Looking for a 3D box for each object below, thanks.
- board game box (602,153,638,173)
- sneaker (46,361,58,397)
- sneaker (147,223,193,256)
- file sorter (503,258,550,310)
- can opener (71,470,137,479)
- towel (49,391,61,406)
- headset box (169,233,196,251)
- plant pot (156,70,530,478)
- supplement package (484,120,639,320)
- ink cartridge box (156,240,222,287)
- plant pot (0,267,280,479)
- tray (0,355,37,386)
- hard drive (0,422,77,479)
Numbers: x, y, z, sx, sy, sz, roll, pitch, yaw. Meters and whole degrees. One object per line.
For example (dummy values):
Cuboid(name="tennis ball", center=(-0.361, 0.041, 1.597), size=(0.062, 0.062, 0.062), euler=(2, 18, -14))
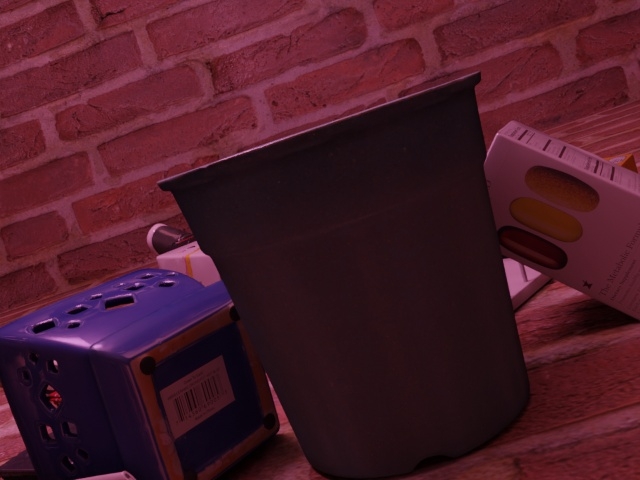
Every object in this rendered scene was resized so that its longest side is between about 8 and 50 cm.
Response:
Cuboid(name="board game box", center=(0.426, -0.066, 1.476), size=(0.242, 0.064, 0.316), euler=(-7, 19, 42))
Cuboid(name="sneaker", center=(-0.479, 0.233, 1.596), size=(0.153, 0.094, 0.235), euler=(-15, 9, 21))
Cuboid(name="sneaker", center=(-0.310, 0.062, 2.047), size=(0.147, 0.296, 0.104), euler=(18, 73, 39))
Cuboid(name="file sorter", center=(0.218, 0.011, 1.193), size=(0.193, 0.173, 0.277), euler=(-11, 11, 44))
Cuboid(name="can opener", center=(-0.295, 0.298, 0.806), size=(0.283, 0.076, 0.095), euler=(-17, 8, 24))
Cuboid(name="towel", center=(-0.339, 0.247, 1.400), size=(0.199, 0.031, 0.275), euler=(-27, 11, -41))
Cuboid(name="headset box", center=(-0.242, 0.074, 1.780), size=(0.218, 0.110, 0.293), euler=(-22, 25, 12))
Cuboid(name="plant pot", center=(0.051, 0.038, 0.824), size=(0.341, 0.334, 0.341), euler=(-19, 8, 3))
Cuboid(name="supplement package", center=(0.308, -0.031, 0.960), size=(0.244, 0.139, 0.134), euler=(26, 23, 13))
Cuboid(name="ink cartridge box", center=(-0.134, 0.083, 1.426), size=(0.198, 0.197, 0.270), euler=(-24, 10, -31))
Cuboid(name="plant pot", center=(-0.193, 0.171, 0.901), size=(0.212, 0.236, 0.236), euler=(-4, 16, 41))
Cuboid(name="tray", center=(-0.695, 0.274, 1.893), size=(0.203, 0.076, 0.411), euler=(-25, 9, -38))
Cuboid(name="hard drive", center=(-0.289, 0.265, 1.080), size=(0.172, 0.054, 0.254), euler=(-13, 10, 37))
